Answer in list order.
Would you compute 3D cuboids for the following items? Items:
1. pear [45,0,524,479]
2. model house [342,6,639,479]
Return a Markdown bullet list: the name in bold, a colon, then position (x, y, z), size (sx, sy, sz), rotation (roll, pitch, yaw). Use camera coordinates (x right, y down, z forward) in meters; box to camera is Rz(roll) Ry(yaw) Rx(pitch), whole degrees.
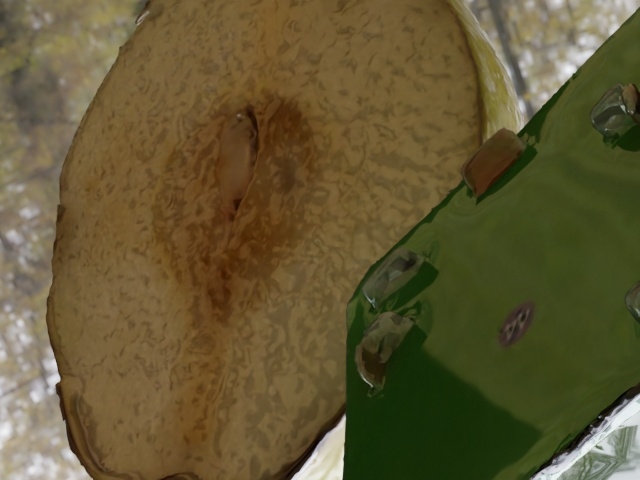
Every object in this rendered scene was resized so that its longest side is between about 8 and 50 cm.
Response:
- **pear**: position (0.000, 0.000, 0.957), size (0.340, 0.191, 0.387), rotation (0, -107, 39)
- **model house**: position (0.225, 0.049, 0.642), size (0.358, 0.312, 0.242), rotation (-49, -157, 27)
